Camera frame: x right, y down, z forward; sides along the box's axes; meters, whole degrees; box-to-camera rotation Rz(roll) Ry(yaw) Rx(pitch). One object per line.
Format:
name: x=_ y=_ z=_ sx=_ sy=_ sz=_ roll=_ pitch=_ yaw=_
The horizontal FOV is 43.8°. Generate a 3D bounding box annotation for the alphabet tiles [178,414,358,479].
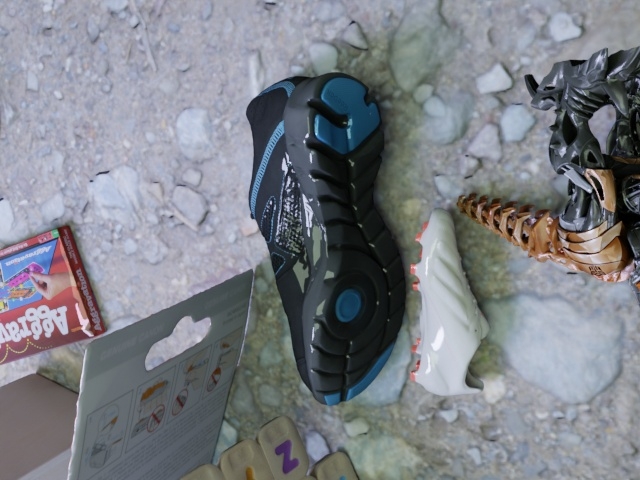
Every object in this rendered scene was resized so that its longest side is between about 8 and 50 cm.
alphabet tiles: x=-0.038 y=0.333 z=0.794 sx=0.021 sy=0.284 sz=0.278 roll=-23 pitch=90 yaw=40

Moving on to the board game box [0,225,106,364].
board game box: x=-0.418 y=0.089 z=1.052 sx=0.281 sy=0.027 sz=0.145 roll=-18 pitch=94 yaw=25

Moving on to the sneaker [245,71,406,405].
sneaker: x=0.000 y=0.000 z=0.824 sx=0.139 sy=0.125 sz=0.341 roll=13 pitch=110 yaw=49

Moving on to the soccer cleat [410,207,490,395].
soccer cleat: x=0.131 y=0.062 z=0.791 sx=0.076 sy=0.068 sz=0.196 roll=4 pitch=109 yaw=18

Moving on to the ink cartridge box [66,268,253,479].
ink cartridge box: x=-0.209 y=0.224 z=0.831 sx=0.091 sy=0.308 sz=0.385 roll=19 pitch=107 yaw=18

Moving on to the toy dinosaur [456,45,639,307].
toy dinosaur: x=0.249 y=-0.039 z=0.656 sx=0.321 sy=0.164 sz=0.218 roll=-3 pitch=95 yaw=27

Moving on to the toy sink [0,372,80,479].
toy sink: x=-0.377 y=0.279 z=0.956 sx=0.152 sy=0.234 sz=0.131 roll=20 pitch=107 yaw=18
